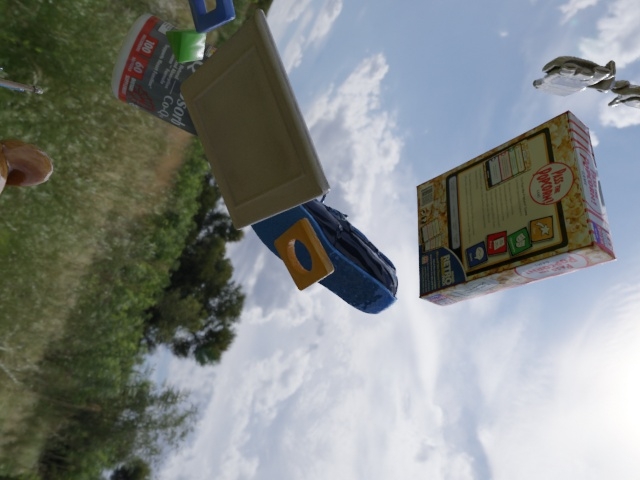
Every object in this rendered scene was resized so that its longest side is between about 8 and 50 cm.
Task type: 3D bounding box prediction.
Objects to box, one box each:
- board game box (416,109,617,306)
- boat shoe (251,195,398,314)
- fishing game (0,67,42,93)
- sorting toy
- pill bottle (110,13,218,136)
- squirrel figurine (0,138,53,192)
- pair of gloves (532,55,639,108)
[{"bbox_3d":[0.187,-0.025,0.540,0.193,0.045,0.147,-25,-128,46],"label":"board game box"},{"bbox_3d":[0.000,0.000,0.714,0.109,0.258,0.089,-33,-161,36],"label":"boat shoe"},{"bbox_3d":[-0.538,-0.258,0.753,0.264,0.189,0.041,20,-80,41],"label":"fishing game"},{"bbox_3d":[-0.068,-0.115,0.554,0.196,0.047,0.348,-16,-84,52],"label":"sorting toy"},{"bbox_3d":[-0.285,-0.359,1.236,0.210,0.362,0.210,-58,-163,29],"label":"pill bottle"},{"bbox_3d":[-0.380,0.035,0.414,0.370,0.397,0.281,-19,-171,20],"label":"squirrel figurine"},{"bbox_3d":[0.500,-0.267,0.885,0.204,0.240,0.042,-28,133,-76],"label":"pair of gloves"}]
